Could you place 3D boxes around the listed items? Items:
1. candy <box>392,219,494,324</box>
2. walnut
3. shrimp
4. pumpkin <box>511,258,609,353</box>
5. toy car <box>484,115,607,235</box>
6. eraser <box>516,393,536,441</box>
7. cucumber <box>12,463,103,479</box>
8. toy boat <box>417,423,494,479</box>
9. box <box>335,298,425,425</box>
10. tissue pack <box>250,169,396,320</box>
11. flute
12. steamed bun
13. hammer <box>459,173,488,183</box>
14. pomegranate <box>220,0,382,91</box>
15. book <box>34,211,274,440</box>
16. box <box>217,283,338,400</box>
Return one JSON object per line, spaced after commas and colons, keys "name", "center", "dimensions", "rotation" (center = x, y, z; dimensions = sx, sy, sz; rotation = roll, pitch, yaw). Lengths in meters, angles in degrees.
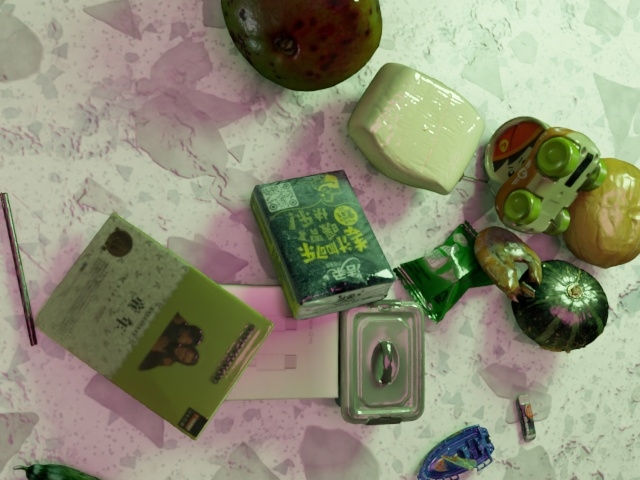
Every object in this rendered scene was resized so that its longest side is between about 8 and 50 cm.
{"name": "candy", "center": [0.264, 0.064, 1.482], "dimensions": [0.203, 0.078, 0.141], "rotation": [-32, 96, -21]}
{"name": "walnut", "center": [0.581, -0.056, 1.530], "dimensions": [0.193, 0.193, 0.225], "rotation": [-3, 95, -16]}
{"name": "shrimp", "center": [0.374, 0.042, 1.457], "dimensions": [0.133, 0.051, 0.187], "rotation": [-6, 52, -11]}
{"name": "pumpkin", "center": [0.477, 0.131, 1.501], "dimensions": [0.190, 0.146, 0.190], "rotation": [-3, 56, 5]}
{"name": "toy car", "center": [0.412, -0.140, 1.478], "dimensions": [0.145, 0.235, 0.235], "rotation": [15, 82, -42]}
{"name": "eraser", "center": [0.423, 0.365, 1.541], "dimensions": [0.027, 0.019, 0.099], "rotation": [-11, 89, -16]}
{"name": "cucumber", "center": [-0.401, 0.426, 1.281], "dimensions": [0.250, 0.056, 0.056], "rotation": [24, 81, -15]}
{"name": "toy boat", "center": [0.266, 0.421, 1.446], "dimensions": [0.175, 0.110, 0.091], "rotation": [-22, 93, -14]}
{"name": "box", "center": [0.105, 0.223, 1.399], "dimensions": [0.162, 0.130, 0.226], "rotation": [1, 86, -16]}
{"name": "tissue pack", "center": [0.000, 0.000, 1.345], "dimensions": [0.185, 0.081, 0.257], "rotation": [-12, 61, -20]}
{"name": "flute", "center": [-0.517, 0.048, 1.286], "dimensions": [0.014, 0.014, 0.269], "rotation": [-11, 90, -17]}
{"name": "steamed bun", "center": [0.171, -0.205, 1.427], "dimensions": [0.250, 0.155, 0.200], "rotation": [30, 82, -19]}
{"name": "hammer", "center": [0.335, -0.122, 1.544], "dimensions": [0.123, 0.014, 0.029], "rotation": [13, 95, -17]}
{"name": "pomegranate", "center": [-0.038, -0.429, 1.346], "dimensions": [0.291, 0.290, 0.323], "rotation": [3, 44, -16]}
{"name": "book", "center": [-0.285, 0.140, 1.271], "dimensions": [0.352, 0.035, 0.239], "rotation": [34, 87, 7]}
{"name": "box", "center": [-0.097, 0.181, 1.358], "dimensions": [0.252, 0.106, 0.203], "rotation": [3, 85, -17]}
